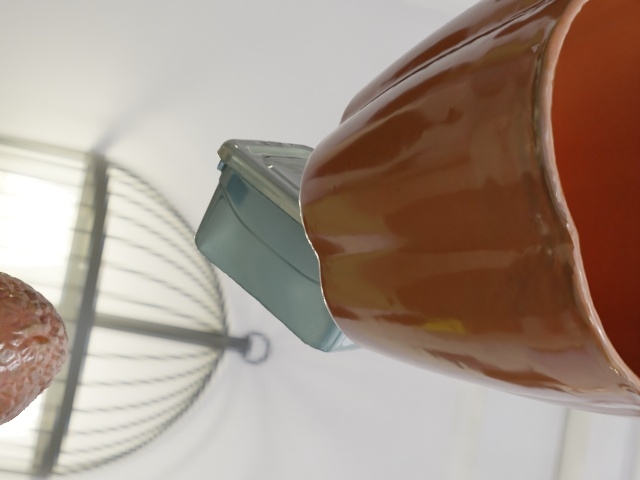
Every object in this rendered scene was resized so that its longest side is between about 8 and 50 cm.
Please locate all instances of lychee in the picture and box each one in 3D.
[{"bbox_3d":[-0.226,0.076,0.873,0.101,0.140,0.114,63,-1,45],"label":"lychee"}]

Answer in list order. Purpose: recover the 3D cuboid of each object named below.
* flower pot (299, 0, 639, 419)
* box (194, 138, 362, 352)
[{"bbox_3d":[0.090,-0.014,0.554,0.173,0.190,0.190,-12,-114,49],"label":"flower pot"},{"bbox_3d":[0.000,0.000,1.307,0.227,0.162,0.130,40,-69,25],"label":"box"}]
